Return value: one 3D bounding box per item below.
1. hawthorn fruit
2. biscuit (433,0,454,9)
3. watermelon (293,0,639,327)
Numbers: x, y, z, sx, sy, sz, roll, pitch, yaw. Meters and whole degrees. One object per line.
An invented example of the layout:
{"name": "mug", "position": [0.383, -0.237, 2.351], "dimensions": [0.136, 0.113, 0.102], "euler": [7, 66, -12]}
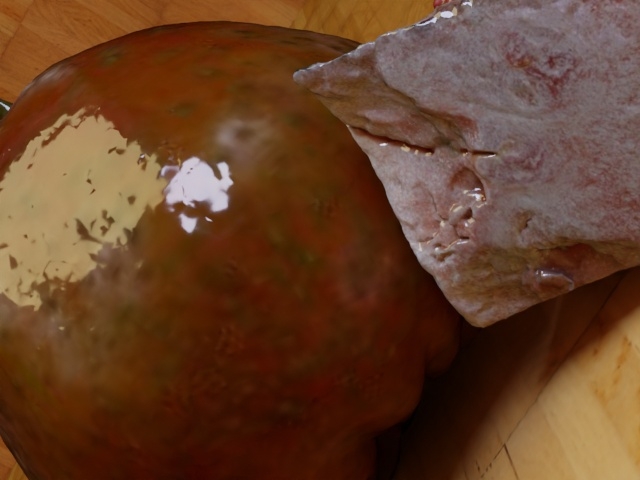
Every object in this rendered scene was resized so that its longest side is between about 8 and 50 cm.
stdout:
{"name": "hawthorn fruit", "position": [-0.084, 0.018, 1.077], "dimensions": [0.403, 0.403, 0.403], "euler": [-56, 11, 17]}
{"name": "biscuit", "position": [0.168, -0.283, 1.707], "dimensions": [0.216, 0.047, 0.339], "euler": [-54, 12, 22]}
{"name": "watermelon", "position": [0.129, -0.085, 0.897], "dimensions": [0.232, 0.193, 0.310], "euler": [-38, 13, -13]}
